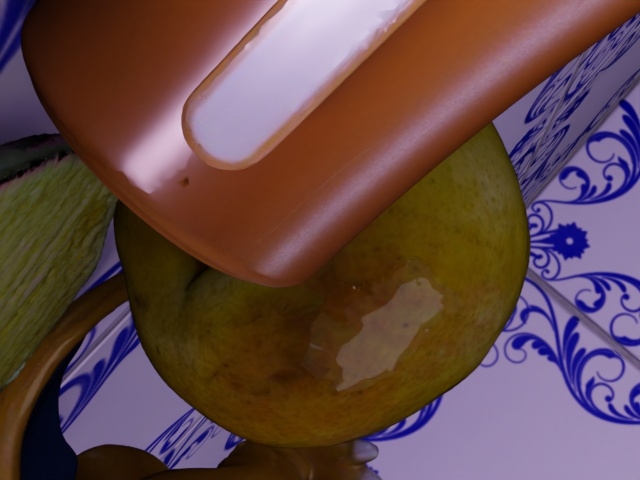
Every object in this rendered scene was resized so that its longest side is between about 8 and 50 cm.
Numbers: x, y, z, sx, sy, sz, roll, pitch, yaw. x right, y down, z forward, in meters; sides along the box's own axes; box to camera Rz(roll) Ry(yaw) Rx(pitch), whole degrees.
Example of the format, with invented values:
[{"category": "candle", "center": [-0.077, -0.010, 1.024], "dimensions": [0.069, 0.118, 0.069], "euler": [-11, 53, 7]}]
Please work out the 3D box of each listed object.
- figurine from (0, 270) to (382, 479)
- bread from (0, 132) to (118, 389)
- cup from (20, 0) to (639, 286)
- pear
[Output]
[{"category": "figurine", "center": [-0.144, 0.254, 0.884], "dimensions": [0.387, 0.268, 0.401], "euler": [-43, 174, -48]}, {"category": "bread", "center": [-0.165, 0.045, 0.655], "dimensions": [0.228, 0.033, 0.228], "euler": [-47, 169, -13]}, {"category": "cup", "center": [0.032, -0.110, 0.519], "dimensions": [0.264, 0.182, 0.226], "euler": [-46, -171, 15]}, {"category": "pear", "center": [0.000, 0.000, 0.766], "dimensions": [0.200, 0.200, 0.200], "euler": [-48, 171, -11]}]
